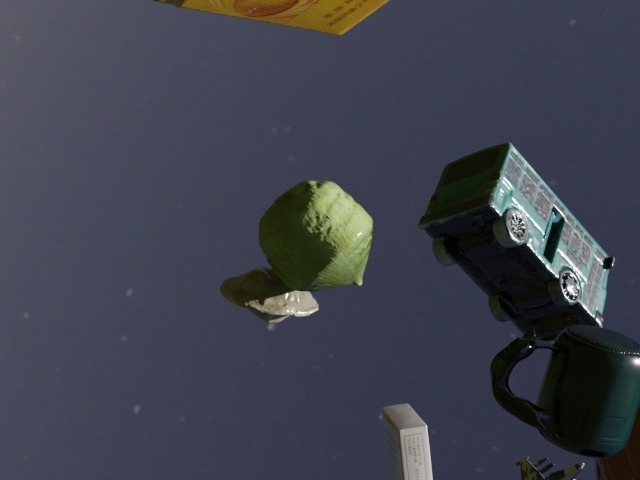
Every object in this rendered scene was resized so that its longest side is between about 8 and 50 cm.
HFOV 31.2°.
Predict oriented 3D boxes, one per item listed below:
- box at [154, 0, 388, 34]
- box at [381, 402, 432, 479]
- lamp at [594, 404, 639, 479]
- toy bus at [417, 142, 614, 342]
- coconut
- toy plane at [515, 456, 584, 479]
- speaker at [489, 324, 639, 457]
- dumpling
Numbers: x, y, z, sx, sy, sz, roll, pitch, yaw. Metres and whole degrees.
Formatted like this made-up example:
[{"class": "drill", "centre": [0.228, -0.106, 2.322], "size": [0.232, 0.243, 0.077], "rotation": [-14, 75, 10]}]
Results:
[{"class": "box", "centre": [-0.023, -0.269, 1.137], "size": [0.152, 0.269, 0.043], "rotation": [-31, -109, 39]}, {"class": "box", "centre": [0.102, 0.272, 1.304], "size": [0.084, 0.040, 0.154], "rotation": [-144, -133, -74]}, {"class": "lamp", "centre": [0.338, 0.187, 0.945], "size": [0.223, 0.223, 0.196], "rotation": [-17, -140, 49]}, {"class": "toy bus", "centre": [0.260, 0.007, 1.478], "size": [0.128, 0.256, 0.147], "rotation": [-18, -143, 44]}, {"class": "coconut", "centre": [0.000, 0.000, 0.912], "size": [0.088, 0.096, 0.088], "rotation": [-39, -177, 2]}, {"class": "toy plane", "centre": [0.343, 0.395, 1.766], "size": [0.234, 0.082, 0.160], "rotation": [-38, -143, 40]}, {"class": "speaker", "centre": [0.154, 0.091, 0.703], "size": [0.060, 0.094, 0.075], "rotation": [28, -71, 55]}, {"class": "dumpling", "centre": [-0.042, 0.047, 0.934], "size": [0.043, 0.077, 0.059], "rotation": [-54, -178, 24]}]
